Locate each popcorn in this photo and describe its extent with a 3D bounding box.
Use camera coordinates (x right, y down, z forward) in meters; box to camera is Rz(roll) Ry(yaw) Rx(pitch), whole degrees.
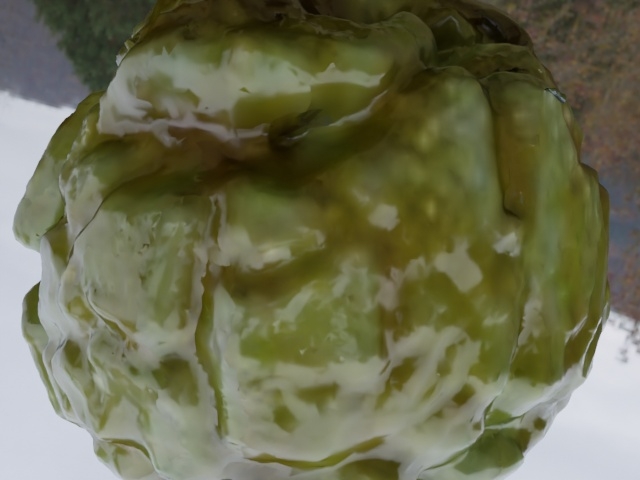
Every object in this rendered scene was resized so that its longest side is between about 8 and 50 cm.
[{"bbox_3d":[0.005,0.008,0.497,0.282,0.246,0.282,5,175,0],"label":"popcorn"}]
